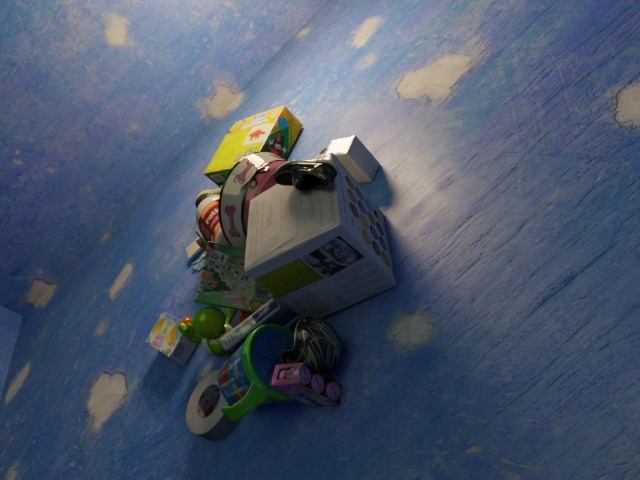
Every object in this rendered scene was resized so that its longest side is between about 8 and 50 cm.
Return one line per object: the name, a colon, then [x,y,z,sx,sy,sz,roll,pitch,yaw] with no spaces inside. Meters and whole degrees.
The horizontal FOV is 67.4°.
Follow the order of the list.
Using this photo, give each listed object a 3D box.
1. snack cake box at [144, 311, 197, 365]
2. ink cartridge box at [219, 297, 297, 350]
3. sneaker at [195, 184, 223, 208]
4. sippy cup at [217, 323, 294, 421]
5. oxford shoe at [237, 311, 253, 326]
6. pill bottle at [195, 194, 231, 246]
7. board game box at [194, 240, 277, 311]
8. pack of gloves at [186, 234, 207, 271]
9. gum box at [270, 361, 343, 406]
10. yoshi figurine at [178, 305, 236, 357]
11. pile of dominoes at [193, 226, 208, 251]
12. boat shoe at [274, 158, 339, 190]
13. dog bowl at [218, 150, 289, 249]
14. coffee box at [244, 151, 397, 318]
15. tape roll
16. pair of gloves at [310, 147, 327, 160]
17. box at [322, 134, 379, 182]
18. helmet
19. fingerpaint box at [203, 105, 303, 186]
snack cake box: [-0.618,0.408,2.017,0.264,0.089,0.152,6,61,49]
ink cartridge box: [-0.188,0.274,1.557,0.223,0.224,0.045,-38,71,4]
sneaker: [-0.559,-0.199,2.507,0.300,0.111,0.121,-16,51,40]
sippy cup: [-0.190,0.404,1.474,0.224,0.305,0.240,-36,66,36]
oxford shoe: [-0.213,0.241,1.752,0.133,0.130,0.363,135,156,-72]
pill bottle: [-0.405,-0.057,2.105,0.224,0.224,0.392,-50,36,-2]
board game box: [-0.256,0.138,1.669,0.046,0.317,0.213,133,148,-69]
pack of gloves: [-0.550,0.037,2.347,0.232,0.046,0.195,-42,47,14]
gum box: [-0.039,0.399,1.328,0.107,0.188,0.062,-18,46,37]
yoshi figurine: [-0.402,0.300,1.724,0.362,0.203,0.203,-2,64,63]
pile of dominoes: [-0.503,0.033,2.099,0.040,0.196,0.251,-39,14,-9]
boat shoe: [-0.056,-0.185,1.406,0.233,0.084,0.079,2,56,41]
dog bowl: [-0.176,-0.124,1.800,0.150,0.408,0.408,14,67,39]
coffee box: [0.000,0.000,1.529,0.338,0.334,0.337,-27,40,22]
tape roll: [-0.353,0.552,1.619,0.219,0.072,0.219,-28,39,27]
pair of gloves: [-0.004,-0.327,2.110,0.159,0.023,0.198,-30,39,27]
box: [0.119,-0.305,1.831,0.130,0.170,0.091,2,59,46]
helmet: [-0.020,0.310,1.405,0.161,0.169,0.169,-47,31,34]
fingerpaint box: [-0.349,-0.466,2.480,0.445,0.163,0.371,-2,57,45]
